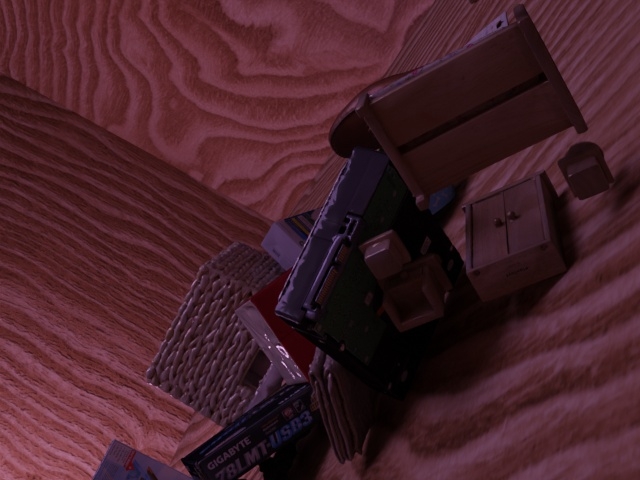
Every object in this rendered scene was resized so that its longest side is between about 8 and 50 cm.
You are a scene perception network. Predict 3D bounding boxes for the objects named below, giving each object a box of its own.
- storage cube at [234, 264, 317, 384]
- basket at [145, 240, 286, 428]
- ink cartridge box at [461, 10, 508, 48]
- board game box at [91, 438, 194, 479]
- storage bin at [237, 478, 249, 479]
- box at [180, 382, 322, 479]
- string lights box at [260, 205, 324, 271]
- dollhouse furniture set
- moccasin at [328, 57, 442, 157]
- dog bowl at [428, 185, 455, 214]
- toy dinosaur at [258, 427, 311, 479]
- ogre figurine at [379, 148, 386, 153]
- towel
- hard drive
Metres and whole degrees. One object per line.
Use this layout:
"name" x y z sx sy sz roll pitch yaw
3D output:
"storage cube" -0.018 0.134 1.570 0.193 0.183 0.215 -36 0 -17
"basket" -0.171 0.204 1.920 0.328 0.267 0.331 -61 -3 13
"ink cartridge box" 0.368 -0.436 1.973 0.179 0.045 0.145 -37 17 25
"board game box" -0.392 0.653 1.895 0.318 0.318 0.066 -63 7 -21
"storage bin" -0.133 0.508 1.439 0.180 0.122 0.084 -59 8 15
"box" -0.108 0.348 1.591 0.296 0.073 0.293 -33 -3 -18
"string lights box" 0.000 0.000 1.975 0.260 0.133 0.076 -22 -30 -52
"dollhouse furniture set" 0.136 -0.120 0.980 0.303 0.355 0.173 -25 23 22
"moccasin" 0.185 -0.250 1.698 0.380 0.139 0.147 -16 40 23
"dog bowl" 0.163 -0.082 1.634 0.166 0.074 0.297 -34 6 -4
"toy dinosaur" -0.092 0.454 1.629 0.118 0.064 0.268 -31 34 63
"ogre figurine" 0.200 -0.275 2.226 0.118 0.097 0.197 -52 14 -25
"towel" 0.050 0.180 1.306 0.282 0.049 0.187 -70 -30 -54
"hard drive" 0.079 0.058 1.145 0.236 0.064 0.339 -65 -31 -13
